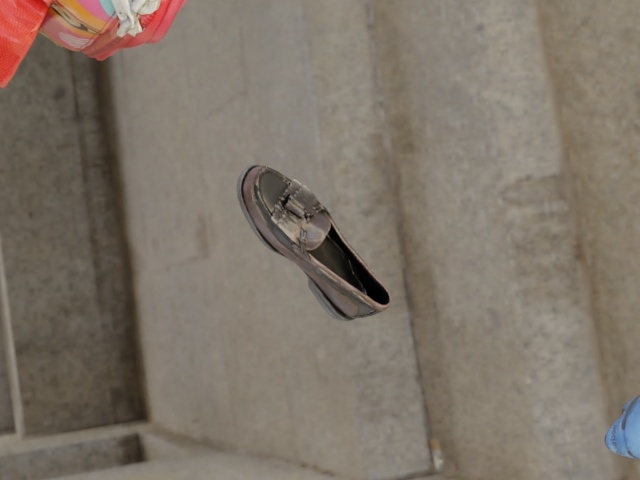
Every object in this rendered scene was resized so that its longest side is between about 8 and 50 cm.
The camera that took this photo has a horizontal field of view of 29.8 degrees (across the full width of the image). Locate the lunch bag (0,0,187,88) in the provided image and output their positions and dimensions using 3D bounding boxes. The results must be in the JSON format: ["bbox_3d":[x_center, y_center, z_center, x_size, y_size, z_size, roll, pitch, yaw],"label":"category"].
[{"bbox_3d":[-0.086,-0.184,0.541,0.258,0.120,0.293,-60,17,-2],"label":"lunch bag"}]

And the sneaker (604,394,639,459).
[{"bbox_3d":[0.338,0.174,1.201,0.082,0.209,0.069,-15,87,28],"label":"sneaker"}]

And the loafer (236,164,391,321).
[{"bbox_3d":[0.000,0.000,1.745,0.095,0.109,0.302,-6,133,43],"label":"loafer"}]
